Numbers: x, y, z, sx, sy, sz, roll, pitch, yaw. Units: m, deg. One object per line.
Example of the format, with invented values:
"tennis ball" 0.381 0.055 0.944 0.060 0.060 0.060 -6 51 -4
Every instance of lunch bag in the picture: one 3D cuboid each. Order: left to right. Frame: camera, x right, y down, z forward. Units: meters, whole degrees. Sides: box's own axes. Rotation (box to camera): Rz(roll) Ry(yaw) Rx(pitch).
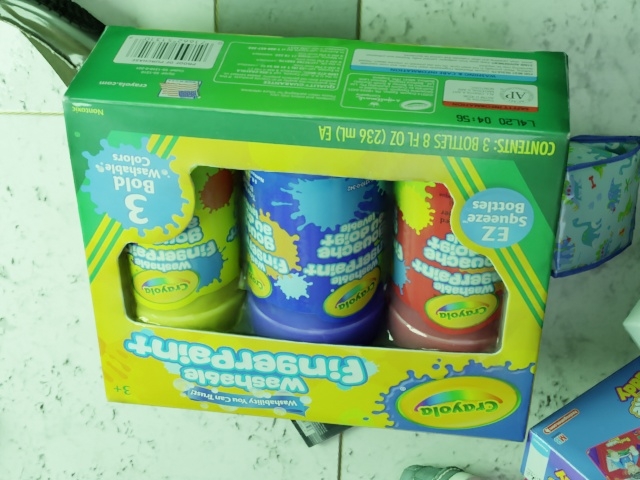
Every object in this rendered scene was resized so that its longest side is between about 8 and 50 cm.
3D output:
"lunch bag" 0.286 -0.043 1.241 0.151 0.096 0.129 -12 117 -29

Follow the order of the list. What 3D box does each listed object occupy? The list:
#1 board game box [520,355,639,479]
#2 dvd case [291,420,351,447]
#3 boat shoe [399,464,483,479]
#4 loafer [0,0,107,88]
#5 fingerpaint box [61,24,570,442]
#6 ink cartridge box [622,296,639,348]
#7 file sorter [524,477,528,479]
"board game box" 0.415 0.210 1.190 0.347 0.233 0.078 -26 140 -26
"dvd case" 0.042 0.132 1.347 0.221 0.018 0.164 -28 110 10
"boat shoe" 0.170 0.407 1.445 0.099 0.116 0.319 13 130 40
"loafer" -0.245 -0.186 1.168 0.220 0.080 0.078 30 109 -14
"fingerpaint box" 0.000 0.000 1.134 0.445 0.163 0.371 5 127 6
"ink cartridge box" 0.480 0.016 1.127 0.129 0.223 0.307 50 65 -20
"file sorter" 0.283 0.419 1.231 0.202 0.290 0.182 38 95 -9
